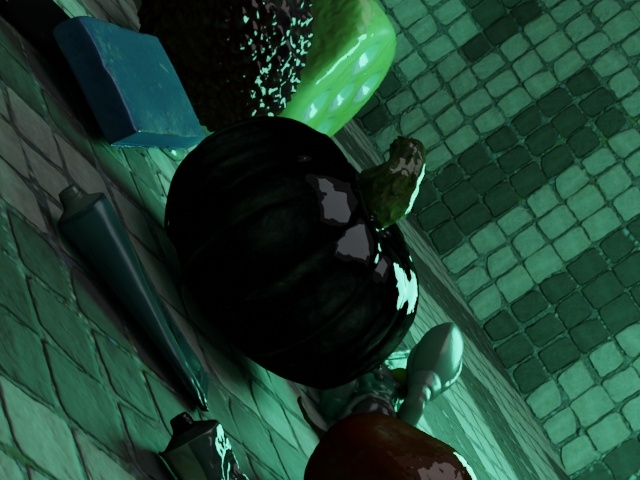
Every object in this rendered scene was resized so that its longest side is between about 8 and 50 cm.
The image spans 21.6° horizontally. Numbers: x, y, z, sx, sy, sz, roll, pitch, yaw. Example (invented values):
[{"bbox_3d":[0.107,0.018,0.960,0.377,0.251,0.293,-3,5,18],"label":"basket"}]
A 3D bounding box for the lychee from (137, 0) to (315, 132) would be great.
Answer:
[{"bbox_3d":[-0.123,-0.267,2.285,0.271,0.271,0.271,53,8,-11],"label":"lychee"}]

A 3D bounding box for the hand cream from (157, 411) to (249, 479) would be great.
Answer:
[{"bbox_3d":[-0.040,0.236,1.290,0.248,0.052,0.075,54,9,-2],"label":"hand cream"}]

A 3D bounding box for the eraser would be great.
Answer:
[{"bbox_3d":[-0.208,-0.172,1.886,0.144,0.043,0.312,64,10,3],"label":"eraser"}]

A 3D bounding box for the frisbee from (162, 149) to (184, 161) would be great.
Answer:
[{"bbox_3d":[-0.200,-0.144,2.055,0.110,0.014,0.110,53,8,-10],"label":"frisbee"}]

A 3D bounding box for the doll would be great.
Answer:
[{"bbox_3d":[0.079,0.155,1.933,0.195,0.153,0.258,14,27,-33],"label":"doll"}]

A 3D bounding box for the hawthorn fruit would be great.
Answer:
[{"bbox_3d":[0.044,0.221,1.555,0.203,0.162,0.162,38,7,6],"label":"hawthorn fruit"}]

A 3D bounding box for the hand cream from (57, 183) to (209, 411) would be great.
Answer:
[{"bbox_3d":[-0.158,0.047,1.452,0.224,0.048,0.083,57,4,-16],"label":"hand cream"}]

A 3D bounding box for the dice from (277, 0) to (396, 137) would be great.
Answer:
[{"bbox_3d":[-0.054,-0.296,2.540,0.252,0.254,0.250,43,-10,16],"label":"dice"}]

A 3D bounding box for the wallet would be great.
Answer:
[{"bbox_3d":[-0.287,-0.224,1.849,0.244,0.025,0.124,49,13,-46],"label":"wallet"}]

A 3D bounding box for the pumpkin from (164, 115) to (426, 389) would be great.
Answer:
[{"bbox_3d":[0.000,0.000,1.713,0.296,0.296,0.296,53,8,-11],"label":"pumpkin"}]
